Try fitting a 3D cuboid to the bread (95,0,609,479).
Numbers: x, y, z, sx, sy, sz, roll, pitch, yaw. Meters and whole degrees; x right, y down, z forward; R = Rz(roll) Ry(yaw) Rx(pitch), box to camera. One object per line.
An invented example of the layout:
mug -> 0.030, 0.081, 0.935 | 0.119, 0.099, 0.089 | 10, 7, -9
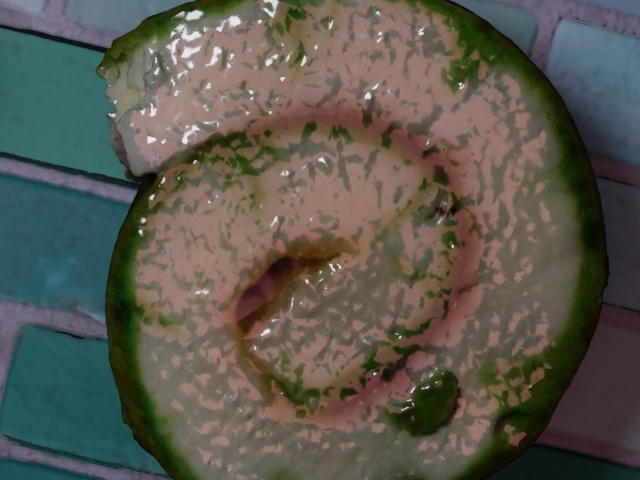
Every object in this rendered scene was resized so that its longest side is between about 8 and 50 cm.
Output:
bread -> 0.000, 0.000, 1.287 | 0.382, 0.129, 0.366 | 42, 96, -6
